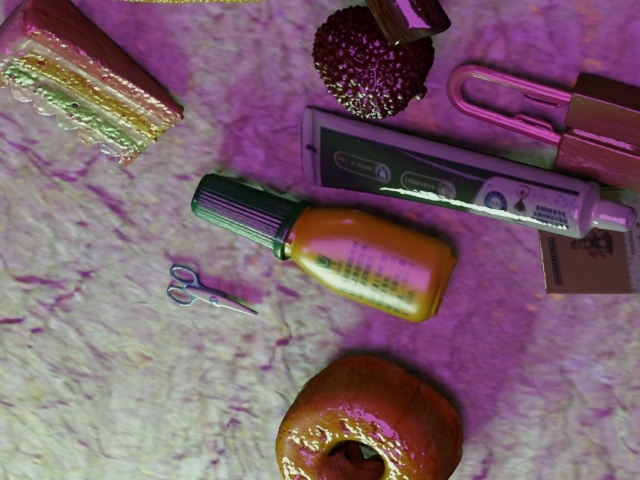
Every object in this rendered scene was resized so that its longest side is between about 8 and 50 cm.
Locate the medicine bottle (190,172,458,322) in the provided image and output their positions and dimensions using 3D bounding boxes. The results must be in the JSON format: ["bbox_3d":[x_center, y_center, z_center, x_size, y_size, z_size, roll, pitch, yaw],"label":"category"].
[{"bbox_3d":[0.000,0.000,1.890,0.309,0.076,0.111,21,121,6],"label":"medicine bottle"}]

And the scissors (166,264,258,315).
[{"bbox_3d":[-0.131,0.068,2.013,0.119,0.014,0.058,19,124,12],"label":"scissors"}]

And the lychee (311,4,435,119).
[{"bbox_3d":[0.053,-0.187,1.737,0.129,0.123,0.123,14,123,5],"label":"lychee"}]

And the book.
[{"bbox_3d":[0.336,0.001,1.805,0.199,0.016,0.138,0,122,20],"label":"book"}]

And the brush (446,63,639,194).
[{"bbox_3d":[0.242,-0.130,1.747,0.233,0.047,0.103,18,127,10],"label":"brush"}]

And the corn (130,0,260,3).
[{"bbox_3d":[-0.151,-0.292,1.770,0.249,0.081,0.081,3,120,17],"label":"corn"}]

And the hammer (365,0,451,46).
[{"bbox_3d":[-0.005,-0.369,1.642,0.242,0.095,0.408,-29,99,29],"label":"hammer"}]

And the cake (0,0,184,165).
[{"bbox_3d":[-0.274,-0.175,1.880,0.225,0.090,0.109,42,120,-8],"label":"cake"}]

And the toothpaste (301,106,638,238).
[{"bbox_3d":[0.153,-0.064,1.798,0.392,0.061,0.098,15,124,25],"label":"toothpaste"}]

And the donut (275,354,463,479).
[{"bbox_3d":[0.056,0.248,1.993,0.227,0.114,0.226,10,122,16],"label":"donut"}]
